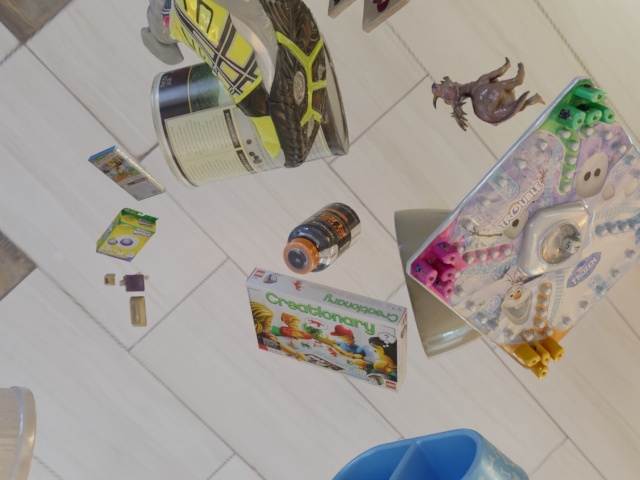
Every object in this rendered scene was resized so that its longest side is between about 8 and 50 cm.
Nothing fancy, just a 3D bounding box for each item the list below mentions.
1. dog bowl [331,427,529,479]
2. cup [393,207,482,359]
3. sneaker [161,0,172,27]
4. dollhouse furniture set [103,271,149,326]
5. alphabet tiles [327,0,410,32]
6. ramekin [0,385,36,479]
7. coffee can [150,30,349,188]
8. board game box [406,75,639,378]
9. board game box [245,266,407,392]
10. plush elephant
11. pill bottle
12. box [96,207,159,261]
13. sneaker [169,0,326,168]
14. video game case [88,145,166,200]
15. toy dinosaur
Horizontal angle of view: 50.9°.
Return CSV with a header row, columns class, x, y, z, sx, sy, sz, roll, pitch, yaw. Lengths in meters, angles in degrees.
class,x,y,z,sx,sy,sz,roll,pitch,yaw
dog bowl,0.109,0.311,0.818,0.074,0.297,0.166,53,46,-7
cup,0.309,0.069,1.442,0.236,0.331,0.331,-14,101,11
sneaker,-0.249,-0.546,1.334,0.120,0.112,0.299,6,65,25
dollhouse furniture set,-0.398,0.122,1.424,0.090,0.081,0.115,-2,96,8
alphabet tiles,0.125,-0.353,0.603,0.011,0.342,0.285,23,59,-33
ramekin,-0.517,0.318,1.007,0.109,0.207,0.207,18,95,-35
coffee can,-0.108,-0.210,1.106,0.275,0.201,0.202,-12,101,10
board game box,0.386,0.006,1.083,0.390,0.050,0.390,-48,124,7
board game box,0.013,0.168,1.271,0.305,0.053,0.193,13,134,21
plush elephant,-0.328,-0.572,1.725,0.255,0.271,0.330,21,68,-24
pill bottle,0.000,0.000,1.711,0.130,0.245,0.131,12,117,24
box,-0.519,-0.016,1.814,0.105,0.043,0.179,19,132,-34
sneaker,-0.095,-0.256,0.831,0.147,0.145,0.385,2,134,22
video game case,-0.477,-0.163,1.659,0.166,0.119,0.015,43,53,-33
toy dinosaur,0.415,-0.340,1.660,0.200,0.296,0.127,-35,121,2
